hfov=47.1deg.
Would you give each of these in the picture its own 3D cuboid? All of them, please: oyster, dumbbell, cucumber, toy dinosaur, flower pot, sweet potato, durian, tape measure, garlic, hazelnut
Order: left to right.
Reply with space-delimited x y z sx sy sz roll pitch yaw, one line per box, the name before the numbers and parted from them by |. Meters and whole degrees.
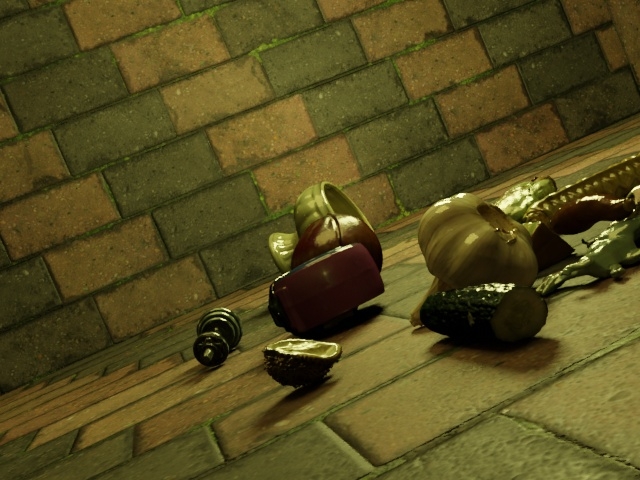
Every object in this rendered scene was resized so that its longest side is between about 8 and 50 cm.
dumbbell | -0.237 0.228 1.652 0.110 0.110 0.254 -23 10 3
durian | -0.035 0.185 1.089 0.140 0.071 0.110 6 -4 -43
flower pot | 0.000 0.000 2.152 0.244 0.307 0.307 -36 -1 17
tape measure | 0.016 0.106 1.506 0.231 0.149 0.245 -25 -5 13
hazelnut | 0.042 0.036 1.815 0.229 0.230 0.229 -23 3 1
garlic | 0.218 0.054 1.142 0.226 0.199 0.199 -58 -11 22
cucumber | 0.200 0.095 0.963 0.074 0.075 0.241 -24 2 -18
sweet potato | 0.411 -0.042 1.146 0.057 0.057 0.264 -23 -5 -5
toy dinosaur | 0.425 0.002 1.041 0.242 0.053 0.167 -35 2 -32
oyster | 0.500 -0.037 1.154 0.209 0.072 0.133 -34 -13 -39

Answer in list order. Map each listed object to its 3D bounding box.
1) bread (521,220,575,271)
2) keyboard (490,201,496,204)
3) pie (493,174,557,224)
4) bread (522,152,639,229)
bread | 0.349 0.047 1.238 0.139 0.084 0.074 -56 12 -13
keyboard | 0.535 -0.096 2.257 0.106 0.016 0.262 -23 3 11
pie | 0.430 -0.050 1.681 0.257 0.105 0.274 -37 -4 19
bread | 0.585 -0.104 1.543 0.367 0.077 0.084 -25 0 -13
